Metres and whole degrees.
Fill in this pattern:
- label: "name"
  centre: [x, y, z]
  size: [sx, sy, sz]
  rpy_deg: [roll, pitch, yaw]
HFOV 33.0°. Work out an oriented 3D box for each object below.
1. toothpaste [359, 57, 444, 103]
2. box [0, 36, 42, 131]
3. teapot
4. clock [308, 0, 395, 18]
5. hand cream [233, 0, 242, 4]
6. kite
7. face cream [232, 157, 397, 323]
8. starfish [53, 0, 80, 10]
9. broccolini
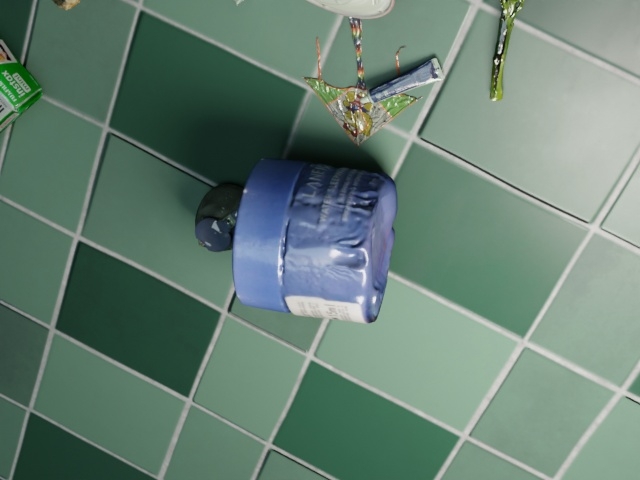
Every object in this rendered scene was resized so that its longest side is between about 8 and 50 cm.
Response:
- label: "toothpaste"
  centre: [0.124, -0.241, 1.676]
  size: [0.140, 0.021, 0.037]
  rpy_deg: [-20, 109, 22]
- label: "box"
  centre: [-0.631, -0.255, 1.919]
  size: [0.250, 0.103, 0.180]
  rpy_deg: [-33, 103, 33]
- label: "teapot"
  centre: [-0.152, -0.031, 1.857]
  size: [0.149, 0.108, 0.111]
  rpy_deg: [-6, 117, 25]
- label: "clock"
  centre: [0.000, -0.395, 1.541]
  size: [0.244, 0.056, 0.244]
  rpy_deg: [28, 168, 6]
- label: "hand cream"
  centre: [-0.178, -0.456, 1.662]
  size: [0.078, 0.050, 0.205]
  rpy_deg: [-36, 97, 35]
- label: "kite"
  centre: [0.065, -0.258, 1.705]
  size: [0.198, 0.006, 0.244]
  rpy_deg: [9, 121, 17]
- label: "face cream"
  centre: [0.000, 0.000, 1.736]
  size: [0.225, 0.249, 0.249]
  rpy_deg: [8, 121, 11]
- label: "starfish"
  centre: [-0.476, -0.530, 1.688]
  size: [0.398, 0.132, 0.384]
  rpy_deg: [46, 118, 8]
- label: "broccolini"
  centre: [0.274, -0.312, 1.573]
  size: [0.054, 0.051, 0.239]
  rpy_deg: [-12, 125, -23]
